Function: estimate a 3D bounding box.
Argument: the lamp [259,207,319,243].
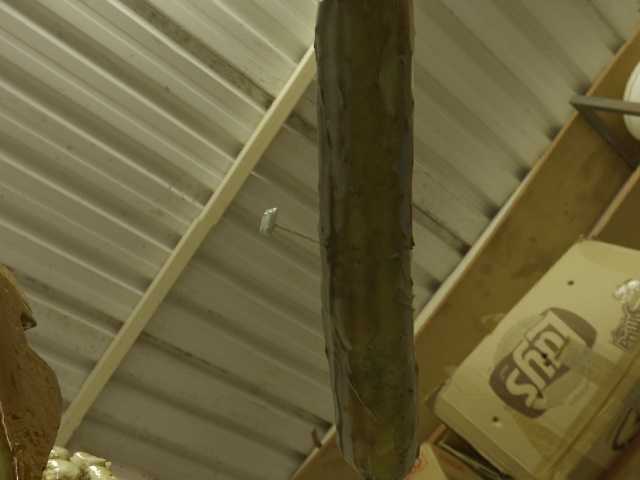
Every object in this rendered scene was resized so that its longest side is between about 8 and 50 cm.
[{"bbox_3d":[0.000,0.000,0.775,0.198,0.056,0.050,18,-98,-27],"label":"lamp"}]

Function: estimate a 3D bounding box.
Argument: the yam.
[{"bbox_3d":[0.037,0.013,0.377,0.083,0.083,0.372,-8,-73,-14],"label":"yam"}]

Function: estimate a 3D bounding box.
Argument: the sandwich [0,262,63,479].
[{"bbox_3d":[-0.275,0.116,0.372,0.122,0.236,0.128,-27,-30,-16],"label":"sandwich"}]

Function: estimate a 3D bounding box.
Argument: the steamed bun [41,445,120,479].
[{"bbox_3d":[-0.387,0.422,0.766,0.192,0.106,0.178,25,-89,-22],"label":"steamed bun"}]
